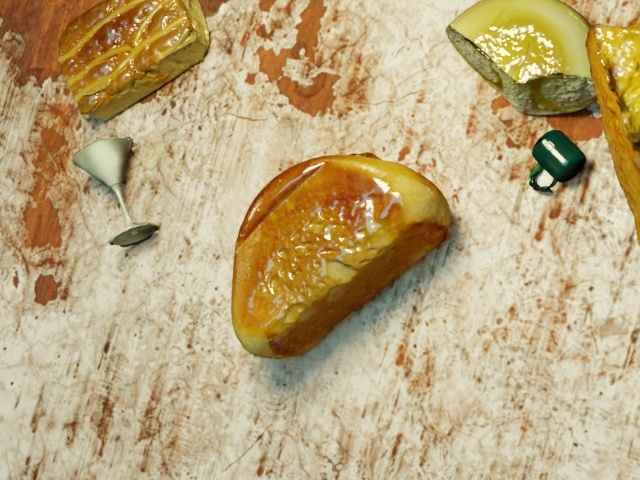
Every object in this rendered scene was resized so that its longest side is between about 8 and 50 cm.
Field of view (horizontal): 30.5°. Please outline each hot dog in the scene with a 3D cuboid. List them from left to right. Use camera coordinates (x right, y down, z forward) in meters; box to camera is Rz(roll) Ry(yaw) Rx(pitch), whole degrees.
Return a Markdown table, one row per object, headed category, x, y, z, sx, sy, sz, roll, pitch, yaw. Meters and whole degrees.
| category | x | y | z | sx | sy | sz | roll | pitch | yaw |
| --- | --- | --- | --- | --- | --- | --- | --- | --- | --- |
| hot dog | 0.001 | 0.001 | 1.894 | 0.405 | 0.185 | 0.223 | -41 | 69 | 14 |

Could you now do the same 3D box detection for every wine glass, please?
| category | x | y | z | sx | sy | sz | roll | pitch | yaw |
| --- | --- | --- | --- | --- | --- | --- | --- | --- | --- |
| wine glass | -0.367 | -0.086 | 2.122 | 0.122 | 0.122 | 0.182 | -28 | 73 | 19 |

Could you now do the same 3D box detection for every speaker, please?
| category | x | y | z | sx | sy | sz | roll | pitch | yaw |
| --- | --- | --- | --- | --- | --- | --- | --- | --- | --- |
| speaker | 0.363 | -0.119 | 1.825 | 0.075 | 0.060 | 0.094 | 51 | 139 | 23 |

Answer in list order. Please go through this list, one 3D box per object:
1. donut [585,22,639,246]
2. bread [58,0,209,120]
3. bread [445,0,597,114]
| category | x | y | z | sx | sy | sz | roll | pitch | yaw |
| --- | --- | --- | --- | --- | --- | --- | --- | --- | --- |
| donut | 0.498 | -0.085 | 1.585 | 0.164 | 0.377 | 0.435 | -16 | 70 | 8 |
| bread | -0.346 | -0.363 | 2.158 | 0.275 | 0.114 | 0.184 | -29 | 70 | 20 |
| bread | 0.336 | -0.292 | 1.814 | 0.156 | 0.158 | 0.260 | -45 | 66 | 1 |
